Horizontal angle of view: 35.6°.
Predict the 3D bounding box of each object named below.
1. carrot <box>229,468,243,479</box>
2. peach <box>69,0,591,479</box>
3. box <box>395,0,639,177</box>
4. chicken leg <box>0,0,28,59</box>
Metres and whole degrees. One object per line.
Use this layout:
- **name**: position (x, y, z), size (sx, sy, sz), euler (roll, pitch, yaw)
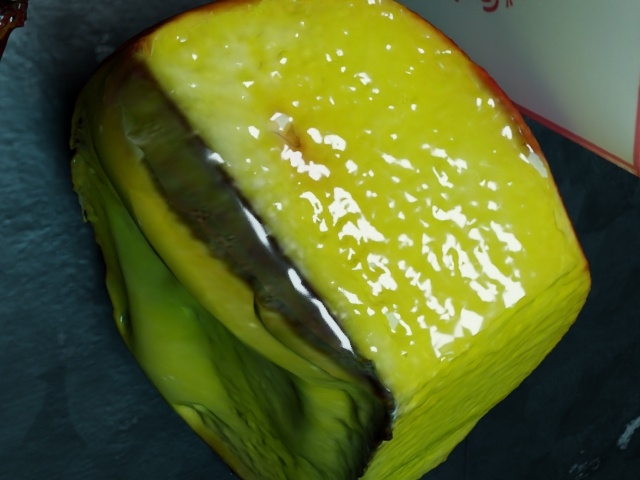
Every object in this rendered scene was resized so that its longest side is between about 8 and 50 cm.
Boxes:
- **carrot**: position (0.012, 0.134, 0.911), size (0.248, 0.059, 0.059), euler (-43, 133, -8)
- **peach**: position (0.000, 0.000, 0.655), size (0.242, 0.306, 0.380), euler (-41, 156, -22)
- **box**: position (0.196, -0.272, 0.598), size (0.300, 0.312, 0.314), euler (-24, 129, -23)
- **chicken leg**: position (-0.257, -0.096, 0.571), size (0.234, 0.063, 0.105), euler (-44, 128, -1)
